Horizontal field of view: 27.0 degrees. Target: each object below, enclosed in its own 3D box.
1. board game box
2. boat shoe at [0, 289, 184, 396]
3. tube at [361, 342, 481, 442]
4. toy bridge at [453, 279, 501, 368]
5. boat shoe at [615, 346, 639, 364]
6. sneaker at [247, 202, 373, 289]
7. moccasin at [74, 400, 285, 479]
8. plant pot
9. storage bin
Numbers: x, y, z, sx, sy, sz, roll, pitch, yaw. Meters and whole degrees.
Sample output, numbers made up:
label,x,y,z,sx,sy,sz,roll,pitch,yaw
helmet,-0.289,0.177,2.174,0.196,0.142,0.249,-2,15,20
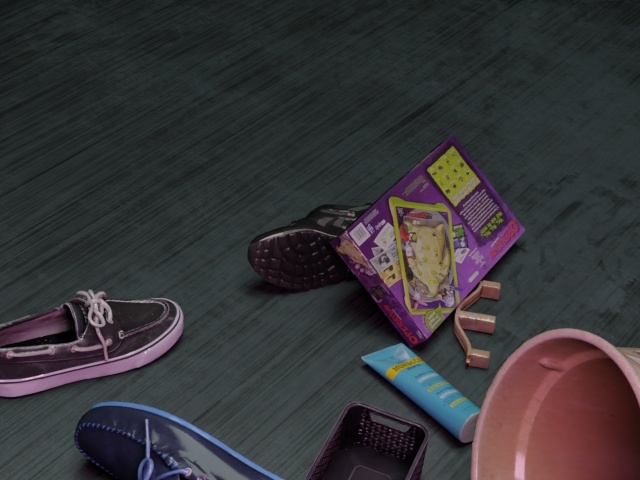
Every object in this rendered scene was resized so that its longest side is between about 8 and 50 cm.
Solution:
label,x,y,z,sx,sy,sz,roll,pitch,yaw
board game box,0.178,-0.007,2.115,0.208,0.056,0.347,50,46,-1
boat shoe,-0.336,0.125,1.902,0.306,0.105,0.113,-12,42,-23
tube,0.153,0.214,1.925,0.080,0.052,0.207,-10,34,-38
toy bridge,0.239,0.126,2.061,0.063,0.026,0.188,10,38,7
boat shoe,0.451,0.210,1.913,0.302,0.113,0.103,22,29,35
sneaker,0.000,0.000,2.139,0.283,0.107,0.124,-6,30,-28
moccasin,-0.171,0.309,1.675,0.342,0.138,0.117,20,44,17
plant pot,0.408,0.293,1.657,0.305,0.334,0.334,10,34,-29
storage bin,0.058,0.312,1.750,0.122,0.084,0.180,19,40,13
